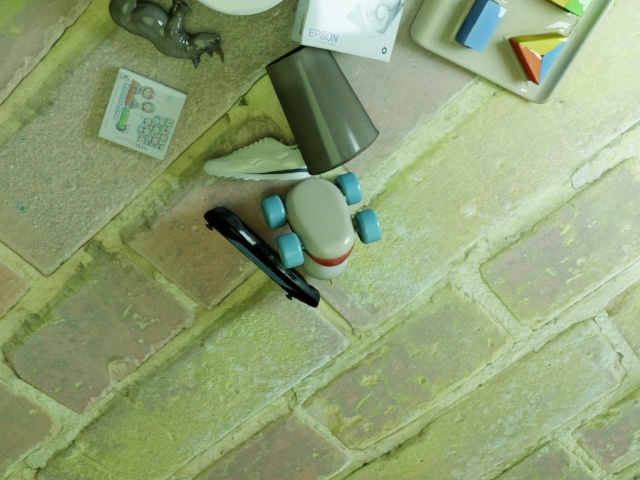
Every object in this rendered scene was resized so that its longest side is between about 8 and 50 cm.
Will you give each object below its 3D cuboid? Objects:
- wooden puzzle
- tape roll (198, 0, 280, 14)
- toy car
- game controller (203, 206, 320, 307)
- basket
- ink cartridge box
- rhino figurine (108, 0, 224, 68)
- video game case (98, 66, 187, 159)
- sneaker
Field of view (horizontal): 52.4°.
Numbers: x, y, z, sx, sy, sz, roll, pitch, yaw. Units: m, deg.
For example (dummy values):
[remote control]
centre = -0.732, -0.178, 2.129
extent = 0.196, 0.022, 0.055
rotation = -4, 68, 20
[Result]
[wooden puzzle]
centre = 0.401, -0.470, 1.289
extent = 0.347, 0.080, 0.322
rotation = 21, 115, -16
[tape roll]
centre = -0.145, -0.537, 1.148
extent = 0.246, 0.169, 0.246
rotation = -2, 118, -4
[toy car]
centre = 0.000, 0.000, 1.475
extent = 0.219, 0.210, 0.238
rotation = -18, 148, -11
[game controller]
centre = -0.130, 0.042, 1.470
extent = 0.319, 0.166, 0.067
rotation = 43, 87, -24
[basket]
centre = -0.002, -0.277, 1.310
extent = 0.154, 0.204, 0.227
rotation = -15, 112, 34
[ink cartridge box]
centre = 0.065, -0.460, 1.206
extent = 0.223, 0.045, 0.224
rotation = -2, 112, -37
[rhino figurine]
centre = -0.292, -0.414, 1.256
extent = 0.243, 0.073, 0.106
rotation = 30, 108, -21
[video game case]
centre = -0.373, -0.263, 1.360
extent = 0.143, 0.019, 0.157
rotation = 20, 114, -16
[sneaker]
centre = -0.137, -0.174, 1.405
extent = 0.235, 0.090, 0.095
rotation = -2, 95, 0
